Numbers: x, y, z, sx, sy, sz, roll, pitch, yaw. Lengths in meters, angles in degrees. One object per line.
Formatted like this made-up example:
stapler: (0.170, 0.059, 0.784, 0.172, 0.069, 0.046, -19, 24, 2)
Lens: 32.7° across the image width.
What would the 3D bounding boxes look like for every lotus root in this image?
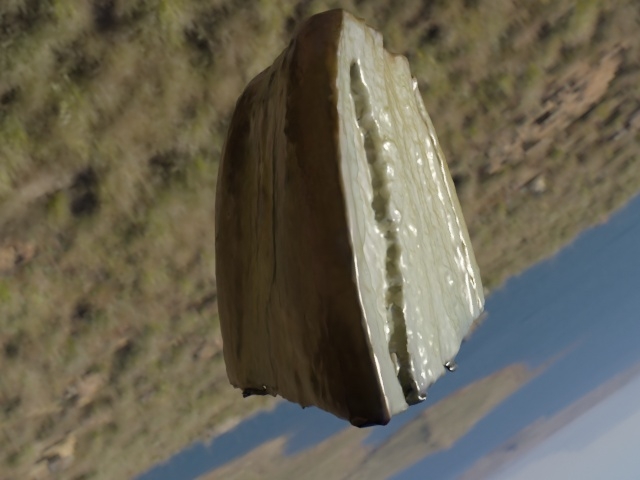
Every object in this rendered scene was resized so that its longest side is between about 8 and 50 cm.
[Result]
lotus root: (0.002, -0.004, 0.405, 0.095, 0.135, 0.159, -10, 175, 15)
